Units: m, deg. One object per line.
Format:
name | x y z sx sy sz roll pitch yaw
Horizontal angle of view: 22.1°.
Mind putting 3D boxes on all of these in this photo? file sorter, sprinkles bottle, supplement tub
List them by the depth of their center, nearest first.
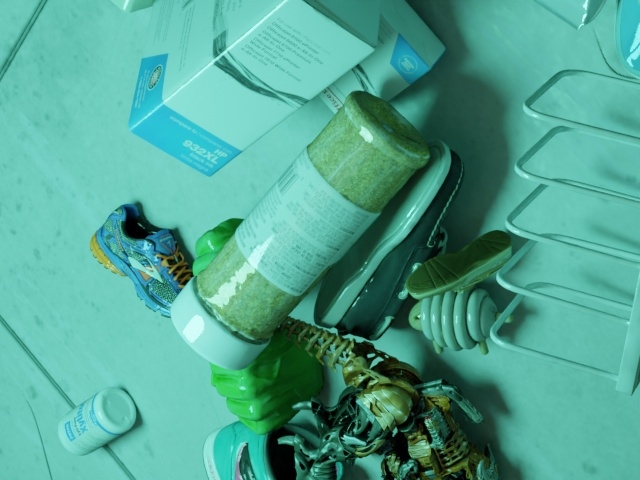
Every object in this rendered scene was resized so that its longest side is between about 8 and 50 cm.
file sorter | 0.294 -0.019 1.723 0.173 0.193 0.278 15 115 20
sprinkles bottle | -0.027 -0.008 1.905 0.121 0.121 0.355 46 111 13
supplement tub | -0.323 0.262 2.365 0.107 0.071 0.071 -34 86 38

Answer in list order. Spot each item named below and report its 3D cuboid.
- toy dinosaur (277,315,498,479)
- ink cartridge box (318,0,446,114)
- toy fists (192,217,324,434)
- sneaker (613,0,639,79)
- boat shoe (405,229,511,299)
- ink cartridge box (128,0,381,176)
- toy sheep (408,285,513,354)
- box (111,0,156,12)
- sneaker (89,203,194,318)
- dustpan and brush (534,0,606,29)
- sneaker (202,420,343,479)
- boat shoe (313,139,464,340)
toy dinosaur | 0.075 0.213 2.018 0.218 0.164 0.322 -39 80 31
ink cartridge box | 0.045 -0.204 1.920 0.104 0.060 0.180 47 129 -10
toy fists | -0.091 0.109 2.096 0.096 0.142 0.279 -3 104 37
sneaker | 0.340 -0.282 1.602 0.127 0.208 0.319 33 124 21
boat shoe | 0.165 0.038 1.905 0.045 0.135 0.050 70 173 -46
ink cartridge box | -0.071 -0.250 1.888 0.129 0.223 0.307 32 135 -27
toy sheep | 0.167 0.091 1.945 0.132 0.091 0.091 -3 105 22
box | -0.209 -0.420 1.998 0.148 0.127 0.232 41 126 17
sneaker | -0.218 0.031 2.202 0.221 0.083 0.087 35 119 18
dustpan and brush | 0.278 -0.346 1.718 0.147 0.060 0.211 45 132 42
sneaker | -0.028 0.361 2.163 0.178 0.124 0.295 -30 87 48
boat shoe | 0.099 0.005 1.955 0.091 0.114 0.302 22 132 -19
